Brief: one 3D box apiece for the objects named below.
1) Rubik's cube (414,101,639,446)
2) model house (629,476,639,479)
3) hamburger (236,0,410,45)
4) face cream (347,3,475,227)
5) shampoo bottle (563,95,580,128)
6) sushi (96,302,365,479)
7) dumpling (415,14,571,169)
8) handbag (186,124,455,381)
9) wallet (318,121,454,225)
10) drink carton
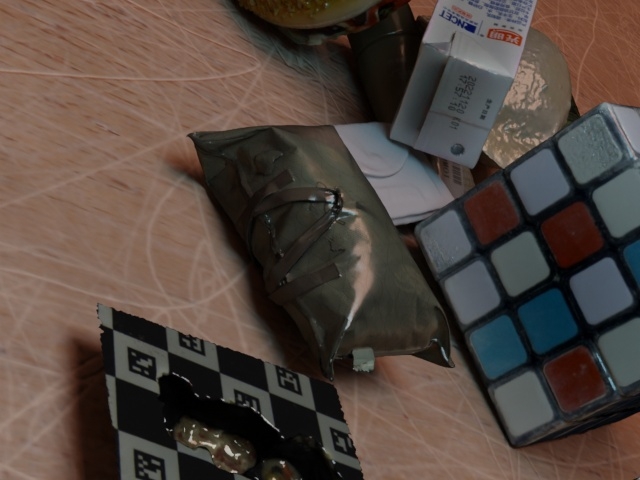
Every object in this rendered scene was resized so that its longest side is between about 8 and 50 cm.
[{"bbox_3d":[0.297,0.036,1.202,0.259,0.256,0.253,-1,63,-53],"label":"Rubik's cube"},{"bbox_3d":[0.158,0.312,0.705,0.321,0.261,0.266,1,56,-48],"label":"model house"},{"bbox_3d":[0.008,-0.367,1.276,0.302,0.302,0.170,55,22,11],"label":"hamburger"},{"bbox_3d":[0.113,-0.117,1.347,0.137,0.084,0.341,8,57,-48],"label":"face cream"},{"bbox_3d":[0.301,-0.185,1.649,0.101,0.101,0.284,31,34,-31],"label":"shampoo bottle"},{"bbox_3d":[-0.062,0.156,0.793,0.215,0.050,0.192,23,32,-34],"label":"sushi"},{"bbox_3d":[0.208,-0.198,1.458,0.227,0.175,0.243,37,2,-21],"label":"dumpling"},{"bbox_3d":[0.000,0.000,1.007,0.182,0.117,0.270,-2,55,-45],"label":"handbag"},{"bbox_3d":[0.053,-0.068,1.210,0.183,0.032,0.124,-11,64,-46],"label":"wallet"},{"bbox_3d":[0.171,-0.229,1.296,0.106,0.130,0.315,19,44,3],"label":"drink carton"}]
